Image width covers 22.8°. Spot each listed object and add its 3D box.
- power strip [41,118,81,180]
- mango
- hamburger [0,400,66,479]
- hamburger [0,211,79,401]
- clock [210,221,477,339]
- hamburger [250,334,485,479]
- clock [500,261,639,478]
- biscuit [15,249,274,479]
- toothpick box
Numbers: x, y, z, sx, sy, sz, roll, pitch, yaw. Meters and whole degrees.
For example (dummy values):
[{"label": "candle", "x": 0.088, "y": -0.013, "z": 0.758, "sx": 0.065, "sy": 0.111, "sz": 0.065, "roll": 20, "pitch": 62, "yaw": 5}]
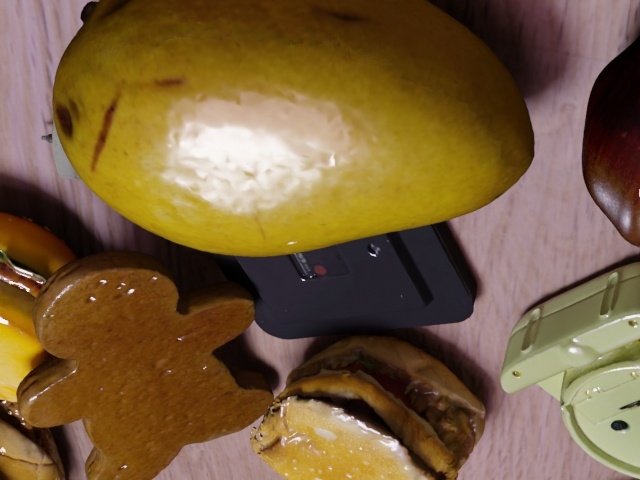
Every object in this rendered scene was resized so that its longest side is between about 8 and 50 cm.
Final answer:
[{"label": "power strip", "x": -0.198, "y": -0.093, "z": 1.652, "sx": 0.226, "sy": 0.029, "sz": 0.080, "roll": 9, "pitch": 115, "yaw": 23}, {"label": "mango", "x": -0.026, "y": -0.112, "z": 1.450, "sx": 0.445, "sy": 0.220, "sz": 0.301, "roll": 12, "pitch": 126, "yaw": 11}, {"label": "hamburger", "x": -0.425, "y": 0.289, "z": 2.085, "sx": 0.282, "sy": 0.155, "sz": 0.245, "roll": 33, "pitch": 130, "yaw": -18}, {"label": "hamburger", "x": -0.368, "y": 0.066, "z": 1.814, "sx": 0.246, "sy": 0.170, "sz": 0.246, "roll": 13, "pitch": 150, "yaw": 8}, {"label": "clock", "x": 0.000, "y": 0.001, "z": 1.680, "sx": 0.273, "sy": 0.049, "sz": 0.279, "roll": -9, "pitch": 130, "yaw": 30}, {"label": "hamburger", "x": 0.056, "y": 0.213, "z": 1.796, "sx": 0.244, "sy": 0.163, "sz": 0.244, "roll": 18, "pitch": 141, "yaw": 16}, {"label": "clock", "x": 0.362, "y": 0.164, "z": 1.661, "sx": 0.308, "sy": 0.096, "sz": 0.235, "roll": 40, "pitch": 134, "yaw": -20}, {"label": "biscuit", "x": -0.200, "y": 0.127, "z": 1.757, "sx": 0.283, "sy": 0.064, "sz": 0.432, "roll": -27, "pitch": 146, "yaw": -2}, {"label": "toothpick box", "x": 0.371, "y": -0.080, "z": 1.345, "sx": 0.294, "sy": 0.192, "sz": 0.192, "roll": 5, "pitch": 135, "yaw": 11}]
